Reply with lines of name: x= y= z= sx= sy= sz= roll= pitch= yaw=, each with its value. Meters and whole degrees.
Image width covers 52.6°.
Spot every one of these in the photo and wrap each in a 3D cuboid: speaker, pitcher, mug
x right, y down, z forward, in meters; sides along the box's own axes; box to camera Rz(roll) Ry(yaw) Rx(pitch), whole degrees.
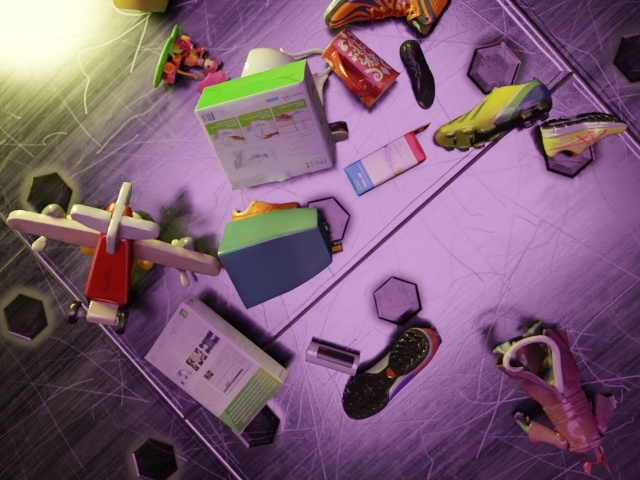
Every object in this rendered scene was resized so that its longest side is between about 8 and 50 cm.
speaker: x=0.030 y=0.301 z=1.652 sx=0.136 sy=0.055 sz=0.055 roll=17 pitch=95 yaw=4
pitcher: x=-0.077 y=-0.412 z=1.584 sx=0.207 sy=0.125 sz=0.178 roll=19 pitch=75 yaw=-7
mug: x=0.092 y=-0.414 z=1.539 sx=0.169 sy=0.150 sz=0.113 roll=43 pitch=101 yaw=-3

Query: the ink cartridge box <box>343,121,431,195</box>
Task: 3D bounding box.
ink cartridge box: x=0.175 y=-0.193 z=1.562 sx=0.230 sy=0.134 sz=0.078 roll=-28 pitch=91 yaw=7

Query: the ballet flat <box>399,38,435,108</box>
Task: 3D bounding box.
ballet flat: x=0.241 y=-0.410 z=1.595 sx=0.057 sy=0.049 sz=0.173 roll=-21 pitch=98 yaw=-22

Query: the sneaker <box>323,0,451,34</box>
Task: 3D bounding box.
sneaker: x=0.177 y=-0.554 z=1.541 sx=0.321 sy=0.124 sz=0.180 roll=-29 pitch=91 yaw=6

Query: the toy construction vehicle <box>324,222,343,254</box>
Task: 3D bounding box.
toy construction vehicle: x=0.000 y=0.000 z=1.645 sx=0.098 sy=0.035 sz=0.086 roll=-17 pitch=104 yaw=8

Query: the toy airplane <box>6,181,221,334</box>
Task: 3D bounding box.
toy airplane: x=-0.490 y=0.007 z=1.563 sx=0.384 sy=0.273 sz=0.386 roll=-22 pitch=126 yaw=18

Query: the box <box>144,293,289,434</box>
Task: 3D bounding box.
box: x=-0.265 y=0.316 z=1.636 sx=0.322 sy=0.058 sz=0.232 roll=40 pitch=120 yaw=2

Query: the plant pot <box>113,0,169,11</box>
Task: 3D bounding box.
plant pot: x=-0.431 y=-0.683 z=1.543 sx=0.236 sy=0.237 sz=0.255 roll=7 pitch=108 yaw=4

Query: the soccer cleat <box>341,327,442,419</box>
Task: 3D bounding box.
soccer cleat: x=0.181 y=0.338 z=1.624 sx=0.318 sy=0.116 sz=0.109 roll=-50 pitch=60 yaw=22

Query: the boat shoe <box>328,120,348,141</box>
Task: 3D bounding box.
boat shoe: x=0.004 y=-0.268 z=1.618 sx=0.132 sy=0.049 sz=0.042 roll=-8 pitch=66 yaw=12

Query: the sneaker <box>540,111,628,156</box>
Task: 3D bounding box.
sneaker: x=0.631 y=-0.251 z=1.560 sx=0.208 sy=0.081 sz=0.094 roll=-7 pitch=116 yaw=1

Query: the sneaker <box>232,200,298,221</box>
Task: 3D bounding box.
sneaker: x=-0.142 y=-0.075 z=1.634 sx=0.175 sy=0.064 sz=0.068 roll=-14 pitch=83 yaw=3

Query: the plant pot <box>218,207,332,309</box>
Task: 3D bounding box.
plant pot: x=-0.097 y=0.024 z=1.552 sx=0.234 sy=0.166 sz=0.166 roll=-19 pitch=116 yaw=10

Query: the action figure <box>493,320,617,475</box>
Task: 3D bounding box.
action figure: x=0.585 y=0.373 z=1.518 sx=0.248 sy=0.276 sz=0.370 roll=-28 pitch=78 yaw=0

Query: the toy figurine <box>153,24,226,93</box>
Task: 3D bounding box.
toy figurine: x=-0.311 y=-0.432 z=1.612 sx=0.159 sy=0.130 sz=0.173 roll=19 pitch=71 yaw=-11

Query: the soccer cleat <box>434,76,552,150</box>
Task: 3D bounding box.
soccer cleat: x=0.413 y=-0.307 z=1.574 sx=0.288 sy=0.093 sz=0.121 roll=-19 pitch=62 yaw=10

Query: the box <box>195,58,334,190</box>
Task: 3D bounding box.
box: x=-0.122 y=-0.263 z=1.518 sx=0.261 sy=0.127 sz=0.231 roll=-13 pitch=127 yaw=14
